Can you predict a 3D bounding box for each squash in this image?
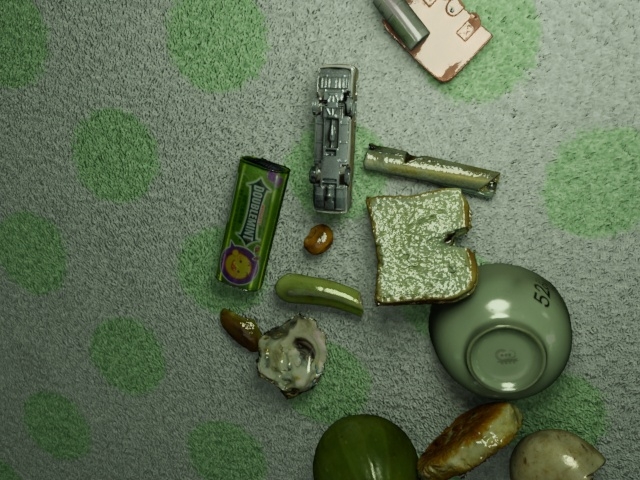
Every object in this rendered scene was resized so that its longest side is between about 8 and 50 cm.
[{"bbox_3d":[-0.001,0.144,1.358,0.250,0.083,0.083,11,107,7],"label":"squash"}]

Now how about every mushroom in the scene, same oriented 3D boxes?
[{"bbox_3d":[0.597,0.590,1.302,0.189,0.195,0.253,43,121,34],"label":"mushroom"}]

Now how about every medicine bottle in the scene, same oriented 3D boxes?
[{"bbox_3d":[0.156,-0.508,1.093,0.058,0.057,0.199,-38,93,19],"label":"medicine bottle"}]

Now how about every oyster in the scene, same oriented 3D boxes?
[{"bbox_3d":[-0.073,0.322,1.421,0.223,0.083,0.214,-40,102,2],"label":"oyster"}]

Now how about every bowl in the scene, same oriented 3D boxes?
[{"bbox_3d":[0.440,0.247,1.224,0.354,0.185,0.353,3,105,12],"label":"bowl"}]

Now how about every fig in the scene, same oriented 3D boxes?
[{"bbox_3d":[0.130,0.634,1.334,0.316,0.316,0.316,3,106,12],"label":"fig"}]

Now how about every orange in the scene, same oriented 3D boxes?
[{"bbox_3d":[0.000,0.000,1.318,0.062,0.086,0.086,38,112,-24],"label":"orange"}]

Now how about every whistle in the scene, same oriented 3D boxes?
[{"bbox_3d":[0.265,-0.170,1.218,0.327,0.057,0.068,15,109,8],"label":"whistle"}]

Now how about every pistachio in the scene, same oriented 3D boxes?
[{"bbox_3d":[-0.225,0.261,1.454,0.173,0.049,0.089,39,109,0],"label":"pistachio"}]

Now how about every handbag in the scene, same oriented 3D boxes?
[{"bbox_3d":[0.261,-0.478,1.134,0.212,0.059,0.157,45,110,-1],"label":"handbag"}]

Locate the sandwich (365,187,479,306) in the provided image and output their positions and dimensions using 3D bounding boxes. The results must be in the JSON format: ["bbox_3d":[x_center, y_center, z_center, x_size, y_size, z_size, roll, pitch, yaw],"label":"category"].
[{"bbox_3d":[0.244,0.018,1.206,0.249,0.095,0.273,-7,79,14],"label":"sandwich"}]

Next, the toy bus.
[{"bbox_3d":[0.035,-0.242,1.209,0.097,0.138,0.342,4,105,11],"label":"toy bus"}]

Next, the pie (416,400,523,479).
[{"bbox_3d":[0.365,0.503,1.261,0.315,0.315,0.092,-42,73,20],"label":"pie"}]

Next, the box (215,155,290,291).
[{"bbox_3d":[-0.182,-0.044,1.335,0.134,0.097,0.345,19,108,8],"label":"box"}]
